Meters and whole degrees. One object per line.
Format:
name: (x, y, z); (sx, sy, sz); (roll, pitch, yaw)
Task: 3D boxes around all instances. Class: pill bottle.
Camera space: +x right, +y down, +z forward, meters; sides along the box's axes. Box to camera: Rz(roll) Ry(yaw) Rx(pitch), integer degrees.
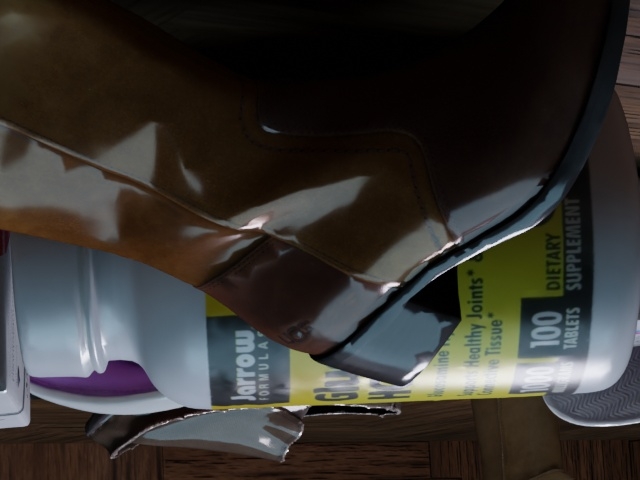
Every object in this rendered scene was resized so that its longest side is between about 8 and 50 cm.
pill bottle: (0.000, 0.000, 1.055); (0.334, 0.188, 0.188); (-3, 170, -2)

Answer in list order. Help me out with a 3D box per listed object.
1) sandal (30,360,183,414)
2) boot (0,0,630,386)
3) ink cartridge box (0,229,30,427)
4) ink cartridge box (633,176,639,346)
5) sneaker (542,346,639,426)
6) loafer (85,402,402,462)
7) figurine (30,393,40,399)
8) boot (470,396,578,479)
sandal: (-0.044, 0.011, 1.236); (0.416, 0.169, 0.102); (-9, 152, 21)
boot: (-0.028, -0.077, 0.861); (0.280, 0.096, 0.264); (24, 127, -17)
ink cartridge box: (-0.237, 0.025, 1.171); (0.100, 0.172, 0.237); (-1, 170, -6)
ink cartridge box: (0.146, 0.018, 1.398); (0.201, 0.117, 0.278); (-11, 167, 41)
sneaker: (0.365, 0.121, 1.938); (0.292, 0.108, 0.169); (-20, 171, 0)
loafer: (-0.069, 0.178, 2.012); (0.366, 0.130, 0.134); (-15, 172, -8)
figurine: (-0.287, 0.127, 1.997); (0.215, 0.092, 0.209); (-10, 172, 39)
boot: (0.239, 0.194, 1.987); (0.089, 0.269, 0.236); (9, 163, -42)
